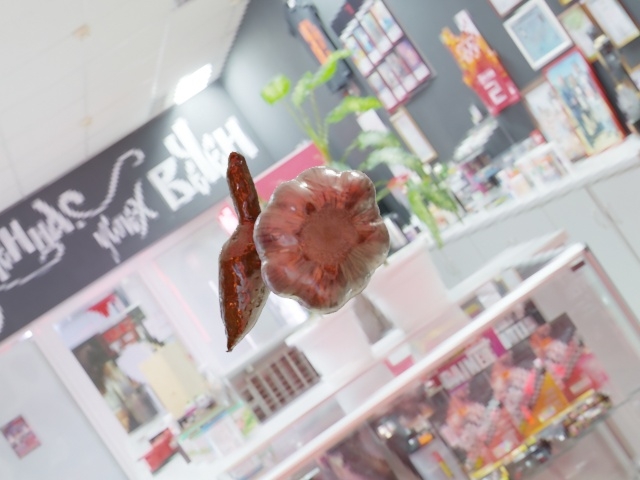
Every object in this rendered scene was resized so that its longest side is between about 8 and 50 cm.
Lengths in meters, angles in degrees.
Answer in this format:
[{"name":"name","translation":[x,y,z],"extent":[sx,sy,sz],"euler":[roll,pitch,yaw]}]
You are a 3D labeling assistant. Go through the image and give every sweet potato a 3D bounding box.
[{"name":"sweet potato","translation":[-0.098,0.017,1.288],"extent":[0.075,0.269,0.075],"euler":[1,2,0]}]

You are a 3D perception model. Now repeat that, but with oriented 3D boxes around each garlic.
[{"name":"garlic","translation":[0.000,0.000,1.056],"extent":[0.147,0.159,0.102],"euler":[10,-7,-11]}]
